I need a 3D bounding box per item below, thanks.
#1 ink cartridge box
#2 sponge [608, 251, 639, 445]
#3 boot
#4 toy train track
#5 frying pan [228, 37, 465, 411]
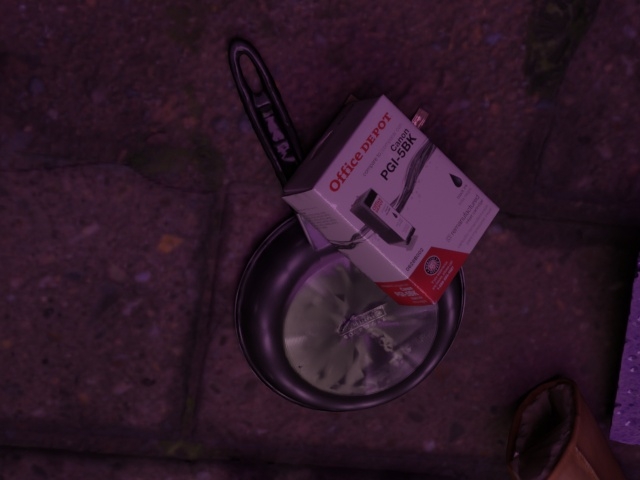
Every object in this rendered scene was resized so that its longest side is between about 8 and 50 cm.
[{"bbox_3d":[0.054,-0.029,0.938,0.135,0.056,0.099,42,71,-19],"label":"ink cartridge box"},{"bbox_3d":[0.308,0.101,1.020,0.117,0.031,0.210,9,134,13],"label":"sponge"},{"bbox_3d":[0.235,0.292,1.050,0.089,0.236,0.270,-20,118,25],"label":"boot"},{"bbox_3d":[0.056,-0.090,0.974,0.083,0.014,0.048,30,102,-19],"label":"toy train track"},{"bbox_3d":[0.029,0.000,0.988,0.197,0.053,0.326,-4,113,-11],"label":"frying pan"}]
